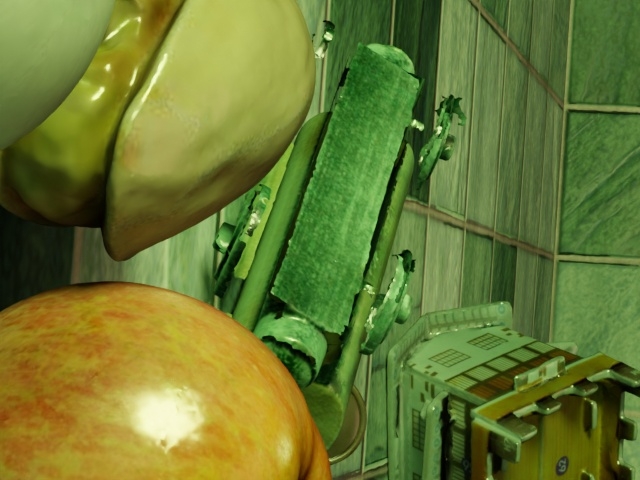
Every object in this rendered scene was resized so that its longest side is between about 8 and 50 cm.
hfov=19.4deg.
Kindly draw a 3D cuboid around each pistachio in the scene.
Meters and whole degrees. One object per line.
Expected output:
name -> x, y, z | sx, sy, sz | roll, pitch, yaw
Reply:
pistachio -> -0.075, -0.066, 0.816 | 0.215, 0.144, 0.144 | -49, 141, -60

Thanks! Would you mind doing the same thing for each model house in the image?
model house -> 0.171, 0.201, 1.756 | 0.198, 0.215, 0.224 | -19, 118, -34

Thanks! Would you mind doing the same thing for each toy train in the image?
toy train -> -0.008, -0.002, 1.210 | 0.189, 0.126, 0.307 | -55, -168, 42

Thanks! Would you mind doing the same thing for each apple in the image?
apple -> -0.078, 0.124, 0.772 | 0.209, 0.164, 0.209 | 2, 90, -75

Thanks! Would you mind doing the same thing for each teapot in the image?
teapot -> -0.024, 0.134, 1.282 | 0.110, 0.085, 0.080 | -54, -177, -12

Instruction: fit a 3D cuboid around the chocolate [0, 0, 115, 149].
chocolate -> -0.130, -0.096, 0.533 | 0.221, 0.147, 0.221 | 0, 90, -76
